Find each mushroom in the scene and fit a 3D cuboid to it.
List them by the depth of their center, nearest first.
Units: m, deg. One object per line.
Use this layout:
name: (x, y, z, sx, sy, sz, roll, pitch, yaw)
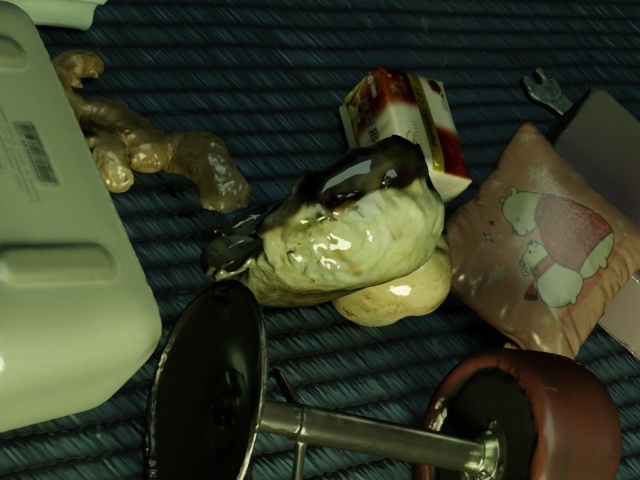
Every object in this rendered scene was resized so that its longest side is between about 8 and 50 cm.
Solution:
mushroom: (0.001, 0.002, 1.419, 0.247, 0.344, 0.130, -28, 91, -23)
mushroom: (0.071, 0.028, 1.596, 0.112, 0.148, 0.148, 61, 23, -46)

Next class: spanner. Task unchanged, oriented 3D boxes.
spanner: (0.393, -0.129, 2.036, 0.302, 0.017, 0.071, 42, 43, -1)

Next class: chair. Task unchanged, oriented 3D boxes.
chair: (0.062, 0.184, 1.380, 0.401, 0.226, 0.226, 14, 50, -28)

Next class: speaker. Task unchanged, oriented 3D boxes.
speaker: (-0.307, -0.032, 1.313, 0.184, 0.183, 0.406, -4, 60, -46)

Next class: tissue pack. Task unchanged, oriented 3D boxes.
tissue pack: (0.100, -0.115, 1.740, 0.106, 0.099, 0.148, 8, 52, -33)

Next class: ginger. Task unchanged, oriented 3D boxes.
ginger: (-0.194, -0.095, 1.521, 0.259, 0.065, 0.149, 38, 46, 10)

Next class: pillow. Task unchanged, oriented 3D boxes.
pillow: (0.251, 0.013, 1.690, 0.223, 0.084, 0.236, 39, 71, 2)

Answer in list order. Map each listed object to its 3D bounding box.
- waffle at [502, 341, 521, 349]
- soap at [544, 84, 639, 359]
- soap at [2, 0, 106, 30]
waffle: (0.244, 0.197, 1.647, 0.191, 0.038, 0.191, 21, 48, -24)
soap: (0.390, -0.022, 1.883, 0.296, 0.107, 0.285, 43, 43, -2)
soap: (-0.337, -0.293, 1.577, 0.198, 0.066, 0.119, -1, 56, -37)
